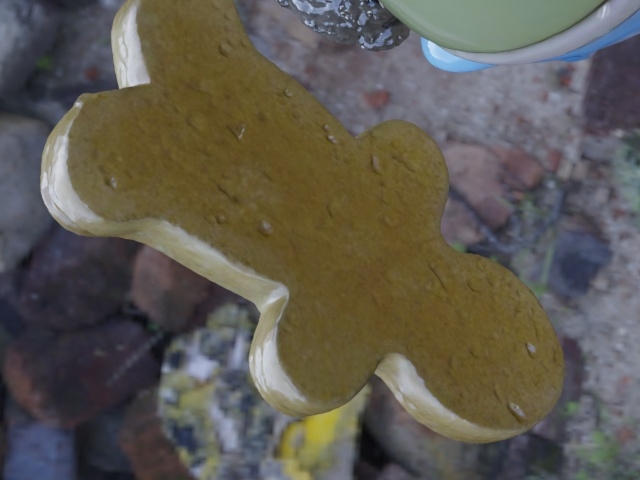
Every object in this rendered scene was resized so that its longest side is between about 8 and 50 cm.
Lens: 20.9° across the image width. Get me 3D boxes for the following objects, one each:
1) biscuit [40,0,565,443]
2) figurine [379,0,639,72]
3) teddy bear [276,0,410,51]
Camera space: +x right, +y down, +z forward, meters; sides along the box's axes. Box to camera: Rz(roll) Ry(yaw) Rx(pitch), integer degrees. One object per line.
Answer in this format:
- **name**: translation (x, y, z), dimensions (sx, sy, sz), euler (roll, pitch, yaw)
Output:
- **biscuit**: translation (-0.001, 0.001, 0.704), dimensions (0.035, 0.240, 0.158), euler (-38, 17, 49)
- **figurine**: translation (-0.015, -0.124, 0.402), dimensions (0.180, 0.262, 0.154), euler (10, 65, 54)
- **teddy bear**: translation (0.039, -0.249, 1.372), dimensions (0.177, 0.140, 0.190), euler (28, 97, 8)
